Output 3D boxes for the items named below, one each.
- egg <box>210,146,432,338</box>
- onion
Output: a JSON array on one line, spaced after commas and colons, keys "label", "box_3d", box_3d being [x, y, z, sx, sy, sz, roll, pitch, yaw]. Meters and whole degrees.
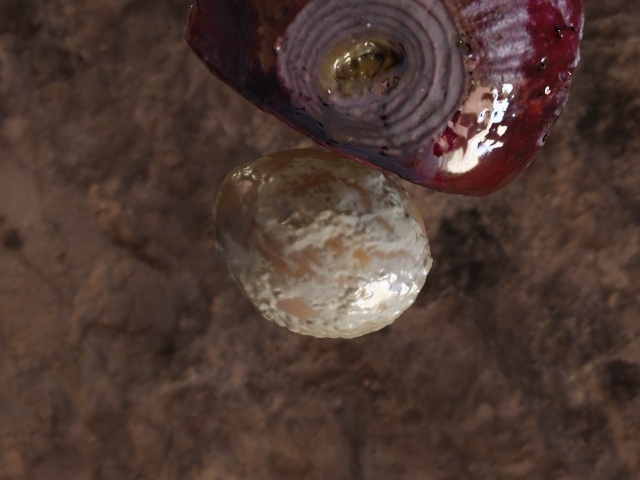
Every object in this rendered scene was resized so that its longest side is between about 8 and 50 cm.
[{"label": "egg", "box_3d": [0.000, 0.000, 1.427, 0.245, 0.203, 0.203, 24, -26, -15]}, {"label": "onion", "box_3d": [0.066, -0.204, 1.154, 0.336, 0.282, 0.260, 29, -70, 8]}]
